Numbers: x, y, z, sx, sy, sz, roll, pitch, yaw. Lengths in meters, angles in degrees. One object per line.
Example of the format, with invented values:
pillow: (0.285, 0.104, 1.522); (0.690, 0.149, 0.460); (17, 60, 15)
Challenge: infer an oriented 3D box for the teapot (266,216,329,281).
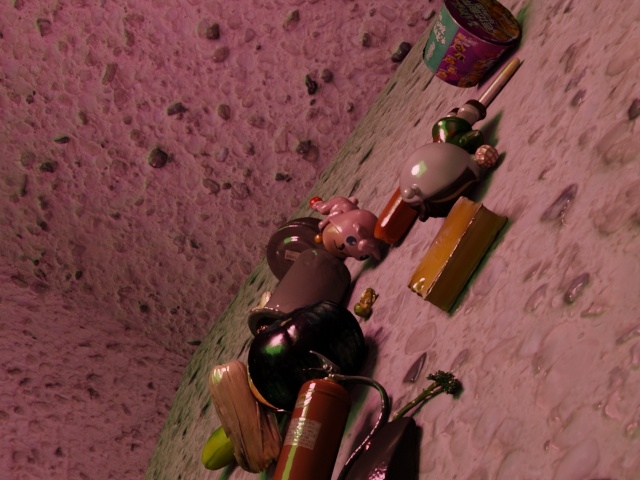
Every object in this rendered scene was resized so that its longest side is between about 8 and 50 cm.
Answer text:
teapot: (-0.021, -0.010, 2.426); (0.322, 0.239, 0.239); (-58, -3, 29)

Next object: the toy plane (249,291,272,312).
toy plane: (-0.149, 0.288, 2.199); (0.104, 0.256, 0.242); (-27, -18, 17)

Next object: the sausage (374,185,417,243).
sausage: (0.248, -0.121, 1.945); (0.300, 0.083, 0.089); (-55, 11, 3)

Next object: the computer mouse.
computer mouse: (0.086, 0.426, 1.222); (0.168, 0.087, 0.295); (-51, 14, 36)

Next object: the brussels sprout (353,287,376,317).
brussels sprout: (0.119, 0.167, 1.861); (0.083, 0.046, 0.051); (-54, 4, -33)

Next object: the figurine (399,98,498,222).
figurine: (0.305, -0.198, 1.716); (0.281, 0.167, 0.370); (-20, 32, 49)

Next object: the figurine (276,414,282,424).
figurine: (-0.160, 0.455, 2.049); (0.263, 0.142, 0.190); (-46, 41, 49)

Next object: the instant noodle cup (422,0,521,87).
instant noodle cup: (0.419, -0.574, 2.035); (0.190, 0.251, 0.251); (-58, 8, 47)

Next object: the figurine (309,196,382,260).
figurine: (0.077, -0.036, 2.086); (0.186, 0.176, 0.287); (-40, 43, 9)

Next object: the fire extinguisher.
fire extinguisher: (0.017, 0.403, 1.420); (0.113, 0.200, 0.376); (102, -176, -55)

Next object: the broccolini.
broccolini: (0.193, 0.286, 1.289); (0.052, 0.054, 0.194); (-31, -19, -42)

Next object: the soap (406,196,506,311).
soap: (0.278, 0.024, 1.473); (0.233, 0.076, 0.135); (-57, 13, 3)

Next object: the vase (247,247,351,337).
vase: (-0.038, 0.184, 2.070); (0.291, 0.245, 0.245); (-56, 8, -36)

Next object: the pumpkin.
pumpkin: (-0.029, 0.286, 1.706); (0.315, 0.239, 0.315); (-35, 4, 3)

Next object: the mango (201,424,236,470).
mango: (-0.284, 0.622, 2.203); (0.233, 0.111, 0.125); (-54, 17, 16)

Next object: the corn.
corn: (-0.203, 0.472, 1.898); (0.122, 0.305, 0.123); (-38, -19, 32)

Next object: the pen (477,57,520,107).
pen: (0.455, -0.392, 1.901); (0.233, 0.032, 0.040); (-51, -10, 25)

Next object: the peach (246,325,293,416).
peach: (-0.105, 0.357, 1.913); (0.068, 0.188, 0.279); (83, 166, -56)
